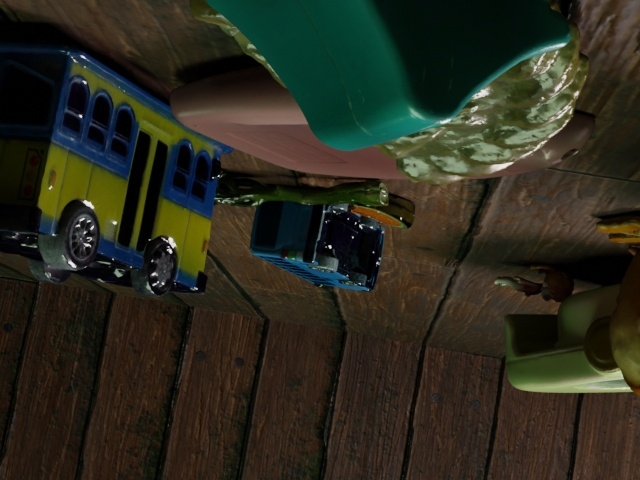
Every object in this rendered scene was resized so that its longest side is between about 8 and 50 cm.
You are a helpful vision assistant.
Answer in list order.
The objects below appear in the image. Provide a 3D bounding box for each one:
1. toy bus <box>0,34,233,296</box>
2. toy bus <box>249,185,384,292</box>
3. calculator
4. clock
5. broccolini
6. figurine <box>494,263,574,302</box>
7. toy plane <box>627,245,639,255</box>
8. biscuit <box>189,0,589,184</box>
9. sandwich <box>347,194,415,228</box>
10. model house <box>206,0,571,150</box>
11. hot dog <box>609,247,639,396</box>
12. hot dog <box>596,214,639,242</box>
[{"bbox_3d":[-0.202,-0.052,1.044,0.138,0.175,0.288,5,170,23],"label":"toy bus"},{"bbox_3d":[0.000,0.000,1.431,0.106,0.090,0.185,5,168,26],"label":"toy bus"},{"bbox_3d":[0.031,-0.090,0.963,0.330,0.048,0.220,1,168,42],"label":"calculator"},{"bbox_3d":[0.418,0.120,1.509,0.286,0.117,0.348,2,167,-22],"label":"clock"},{"bbox_3d":[-0.044,-0.061,1.320,0.254,0.071,0.057,-3,124,30],"label":"broccolini"},{"bbox_3d":[0.279,0.054,1.602,0.109,0.047,0.064,5,173,40],"label":"figurine"},{"bbox_3d":[0.402,0.046,1.305,0.062,0.135,0.188,-11,-150,-18],"label":"toy plane"},{"bbox_3d":[0.061,-0.108,0.733,0.187,0.036,0.274,-13,148,38],"label":"biscuit"},{"bbox_3d":[0.064,-0.037,1.339,0.101,0.026,0.069,18,172,-28],"label":"sandwich"},{"bbox_3d":[0.030,-0.112,0.513,0.127,0.148,0.100,16,166,-28],"label":"model house"},{"bbox_3d":[0.408,0.080,1.066,0.185,0.223,0.405,2,158,37],"label":"hot dog"},{"bbox_3d":[0.310,-0.014,1.228,0.037,0.021,0.083,36,164,-21],"label":"hot dog"}]
